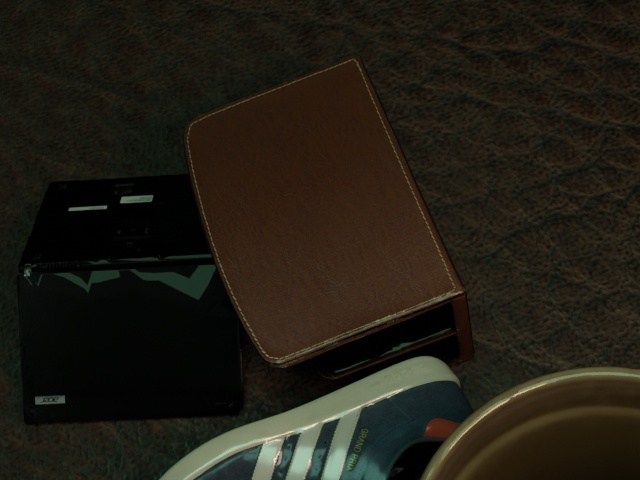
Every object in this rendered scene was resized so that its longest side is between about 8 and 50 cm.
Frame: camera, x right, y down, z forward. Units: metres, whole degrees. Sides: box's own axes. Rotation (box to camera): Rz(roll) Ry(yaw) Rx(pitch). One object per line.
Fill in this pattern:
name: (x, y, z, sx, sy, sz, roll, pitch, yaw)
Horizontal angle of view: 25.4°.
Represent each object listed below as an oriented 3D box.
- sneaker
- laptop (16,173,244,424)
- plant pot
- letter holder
sneaker: (-0.003, 0.241, 1.325, 0.350, 0.131, 0.148, -26, 57, -7)
laptop: (-0.192, 0.054, 1.522, 0.234, 0.137, 0.264, -3, 35, 5)
plant pot: (0.238, 0.305, 1.172, 0.323, 0.280, 0.323, -4, 61, 6)
letter holder: (0.000, 0.000, 1.450, 0.214, 0.152, 0.302, -21, 60, -2)
